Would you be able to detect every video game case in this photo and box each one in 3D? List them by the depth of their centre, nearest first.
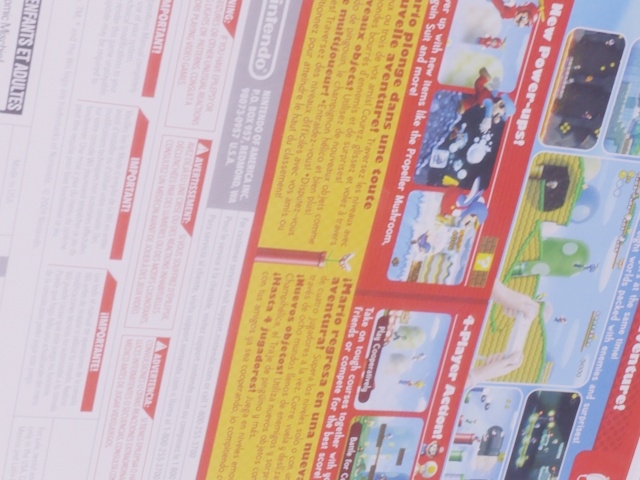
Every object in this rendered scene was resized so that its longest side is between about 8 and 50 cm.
[{"bbox_3d":[0.000,0.000,0.526,0.025,0.285,0.204,-131,-129,-59],"label":"video game case"}]
